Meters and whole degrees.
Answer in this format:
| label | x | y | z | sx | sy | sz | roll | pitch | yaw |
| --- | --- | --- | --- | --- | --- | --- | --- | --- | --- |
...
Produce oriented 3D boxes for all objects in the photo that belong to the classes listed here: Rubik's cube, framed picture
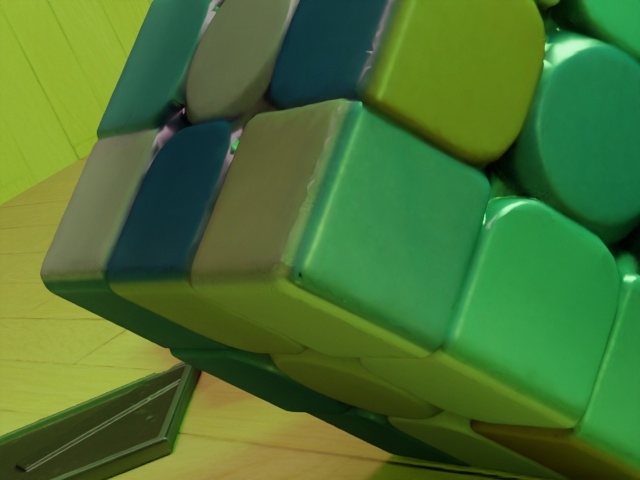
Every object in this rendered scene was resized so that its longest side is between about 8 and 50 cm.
| label | x | y | z | sx | sy | sz | roll | pitch | yaw |
| --- | --- | --- | --- | --- | --- | --- | --- | --- | --- |
| Rubik's cube | 0.074 | -0.055 | 1.169 | 0.347 | 0.344 | 0.346 | -6 | 61 | 58 |
| framed picture | -0.260 | 0.207 | 1.695 | 0.289 | 0.020 | 0.211 | -23 | 15 | 11 |
